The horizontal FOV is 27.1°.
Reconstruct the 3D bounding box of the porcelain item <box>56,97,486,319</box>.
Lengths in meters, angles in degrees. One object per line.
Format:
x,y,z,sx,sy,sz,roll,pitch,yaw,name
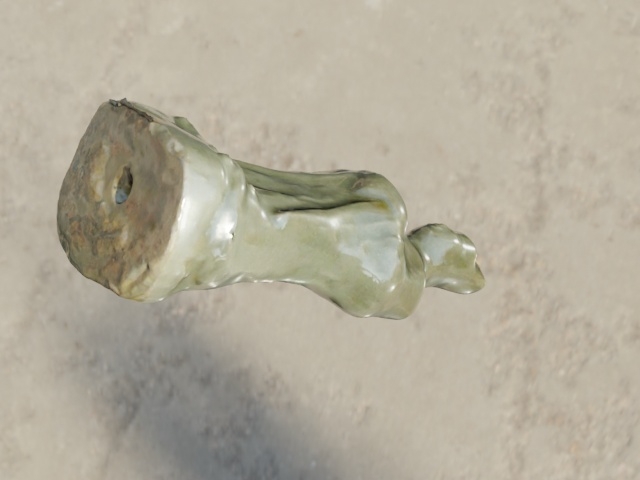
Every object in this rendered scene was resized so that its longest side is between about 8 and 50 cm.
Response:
0.000,0.000,0.565,0.216,0.069,0.081,13,12,-43,porcelain item
